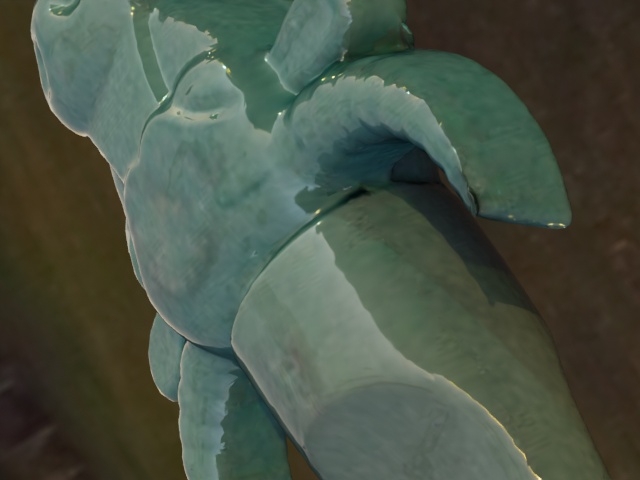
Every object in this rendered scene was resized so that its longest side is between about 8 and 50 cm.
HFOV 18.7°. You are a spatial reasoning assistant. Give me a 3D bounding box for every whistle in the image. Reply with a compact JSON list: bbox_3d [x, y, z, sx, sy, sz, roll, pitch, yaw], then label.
[{"bbox_3d":[0.000,0.000,0.565,0.274,0.093,0.186,55,138,30],"label":"whistle"}]
